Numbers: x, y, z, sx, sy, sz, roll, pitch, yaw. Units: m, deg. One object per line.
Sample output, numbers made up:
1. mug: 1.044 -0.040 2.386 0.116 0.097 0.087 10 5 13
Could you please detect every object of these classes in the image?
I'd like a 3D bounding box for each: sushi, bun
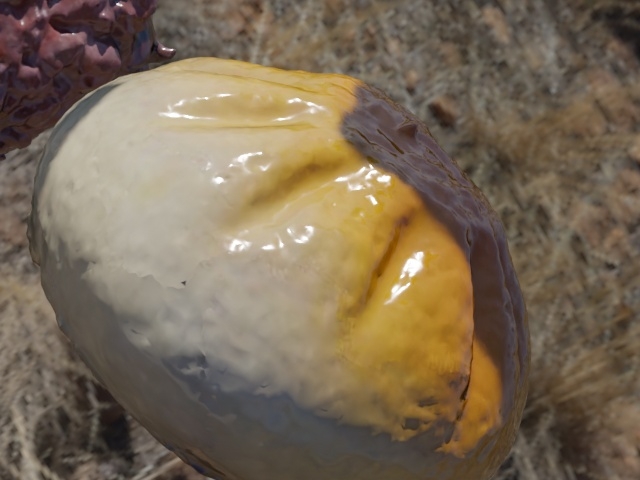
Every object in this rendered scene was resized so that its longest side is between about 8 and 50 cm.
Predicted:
1. sushi: -0.230 -0.197 0.939 0.171 0.236 0.270 -31 105 -19
2. bun: 0.000 0.000 0.745 0.299 0.165 0.299 37 20 -16
